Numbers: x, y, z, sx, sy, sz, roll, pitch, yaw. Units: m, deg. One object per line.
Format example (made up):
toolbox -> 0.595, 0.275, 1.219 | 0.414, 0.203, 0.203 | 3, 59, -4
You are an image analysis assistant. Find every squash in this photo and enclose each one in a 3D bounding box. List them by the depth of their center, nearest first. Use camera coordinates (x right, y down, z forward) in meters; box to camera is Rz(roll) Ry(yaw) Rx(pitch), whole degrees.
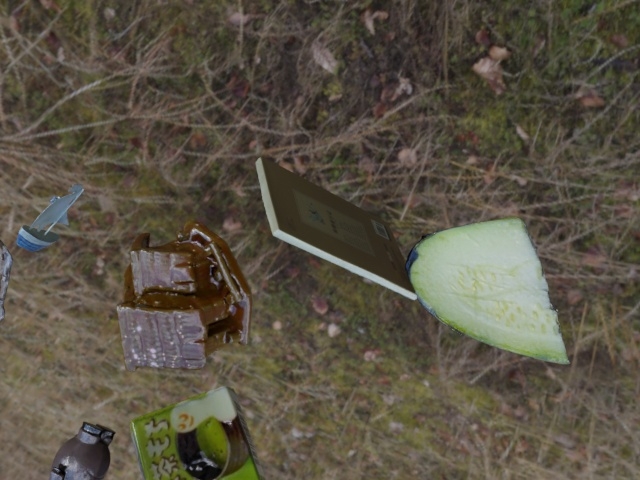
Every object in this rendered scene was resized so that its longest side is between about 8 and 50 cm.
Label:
squash -> 0.244, 0.083, 1.038 | 0.204, 0.155, 0.236 | -134, 25, -76

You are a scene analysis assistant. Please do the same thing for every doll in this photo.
doll -> -0.542, 0.535, 1.478 | 0.117, 0.257, 0.182 | 11, 162, 19

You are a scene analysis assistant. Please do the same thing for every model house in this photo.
model house -> -0.260, 0.103, 1.187 | 0.220, 0.229, 0.199 | 22, 119, 31

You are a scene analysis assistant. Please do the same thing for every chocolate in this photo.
chocolate -> -0.308, 0.536, 1.659 | 0.137, 0.289, 0.300 | 94, 154, -59

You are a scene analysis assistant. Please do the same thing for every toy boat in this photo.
toy boat -> -0.472, -0.034, 1.163 | 0.034, 0.105, 0.149 | 47, 116, 9

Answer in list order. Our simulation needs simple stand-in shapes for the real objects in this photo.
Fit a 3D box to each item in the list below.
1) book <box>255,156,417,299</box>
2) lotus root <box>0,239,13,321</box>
book -> 0.030, -0.021, 1.175 | 0.310, 0.216, 0.021 | 25, 119, -30
lotus root -> -0.708, 0.127, 1.300 | 0.078, 0.329, 0.167 | 15, 178, 45
